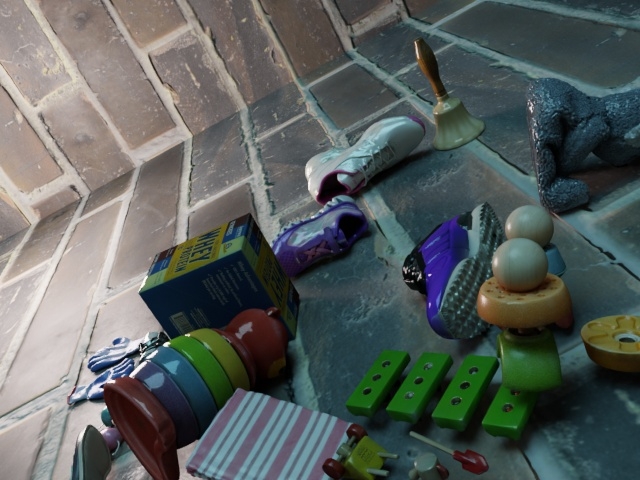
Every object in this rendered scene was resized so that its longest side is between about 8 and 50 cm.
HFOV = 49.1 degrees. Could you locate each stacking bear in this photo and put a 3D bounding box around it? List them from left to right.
[{"bbox_3d":[-0.167,0.208,1.080,0.164,0.176,0.289,36,50,29],"label":"stacking bear"}]

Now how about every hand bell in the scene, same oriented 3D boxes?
[{"bbox_3d":[0.264,-0.335,1.551,0.126,0.242,0.126,-23,25,12],"label":"hand bell"}]

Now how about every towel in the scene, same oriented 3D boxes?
[{"bbox_3d":[-0.064,0.277,0.928,0.196,0.029,0.144,11,43,24],"label":"towel"}]

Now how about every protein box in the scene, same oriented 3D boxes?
[{"bbox_3d":[-0.172,0.096,1.243,0.201,0.200,0.136,-23,25,13],"label":"protein box"}]

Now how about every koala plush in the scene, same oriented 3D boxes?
[{"bbox_3d":[0.455,-0.181,1.138,0.221,0.204,0.196,-8,30,16],"label":"koala plush"}]

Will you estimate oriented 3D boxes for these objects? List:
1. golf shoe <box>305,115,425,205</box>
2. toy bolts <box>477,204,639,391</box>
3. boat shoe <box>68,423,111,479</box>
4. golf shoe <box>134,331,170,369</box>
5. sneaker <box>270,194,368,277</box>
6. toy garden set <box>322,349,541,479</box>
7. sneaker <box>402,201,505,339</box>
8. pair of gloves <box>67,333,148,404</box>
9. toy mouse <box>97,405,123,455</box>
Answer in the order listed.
[{"bbox_3d":[0.105,-0.173,1.600,0.306,0.115,0.140,-27,34,20],"label":"golf shoe"},{"bbox_3d":[0.288,0.048,0.835,0.218,0.159,0.228,-6,17,6],"label":"toy bolts"},{"bbox_3d":[-0.370,0.369,1.080,0.064,0.075,0.206,-32,33,4],"label":"boat shoe"},{"bbox_3d":[-0.287,0.199,1.198,0.077,0.094,0.198,-26,-14,-11],"label":"golf shoe"},{"bbox_3d":[0.000,0.000,1.384,0.236,0.095,0.104,-36,33,-16],"label":"sneaker"},{"bbox_3d":[0.134,0.225,0.851,0.244,0.049,0.204,-4,33,43],"label":"toy garden set"},{"bbox_3d":[0.187,0.059,1.063,0.146,0.102,0.293,-18,21,32],"label":"sneaker"},{"bbox_3d":[-0.431,0.256,1.436,0.159,0.023,0.198,-22,26,16],"label":"pair of gloves"},{"bbox_3d":[-0.362,0.318,1.227,0.143,0.031,0.161,-20,26,20],"label":"toy mouse"}]
